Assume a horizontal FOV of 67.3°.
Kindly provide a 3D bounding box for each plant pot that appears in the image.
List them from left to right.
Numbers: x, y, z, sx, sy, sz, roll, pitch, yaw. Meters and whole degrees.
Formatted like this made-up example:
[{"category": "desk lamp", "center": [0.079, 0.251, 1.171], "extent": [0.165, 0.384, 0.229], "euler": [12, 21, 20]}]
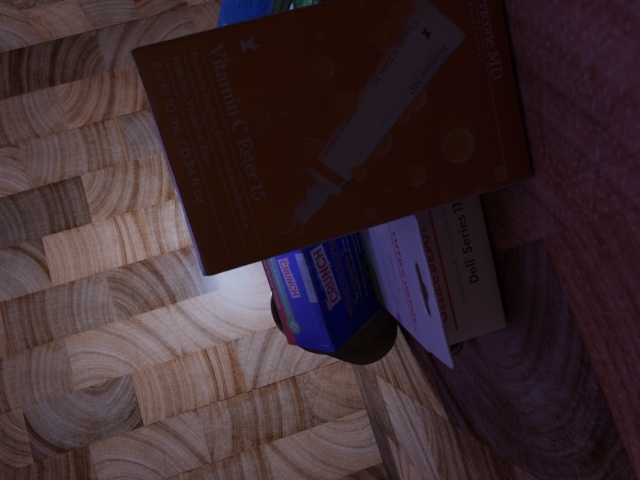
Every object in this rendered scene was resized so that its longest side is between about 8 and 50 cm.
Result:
[{"category": "plant pot", "center": [0.076, 0.186, 1.271], "extent": [0.280, 0.323, 0.323], "euler": [54, -171, -45]}]

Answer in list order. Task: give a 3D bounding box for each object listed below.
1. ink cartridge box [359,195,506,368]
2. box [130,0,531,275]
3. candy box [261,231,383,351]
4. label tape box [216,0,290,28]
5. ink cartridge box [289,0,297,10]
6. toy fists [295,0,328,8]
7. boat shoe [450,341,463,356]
[{"category": "ink cartridge box", "center": [0.157, 0.025, 0.718], "extent": [0.353, 0.119, 0.207], "euler": [-133, 28, -79]}, {"category": "box", "center": [0.013, -0.125, 0.525], "extent": [0.168, 0.345, 0.215], "euler": [-134, 28, -76]}, {"category": "candy box", "center": [0.036, 0.016, 0.929], "extent": [0.122, 0.317, 0.268], "euler": [-5, 107, 38]}, {"category": "label tape box", "center": [-0.111, -0.566, 1.067], "extent": [0.240, 0.105, 0.334], "euler": [-48, 18, 60]}, {"category": "ink cartridge box", "center": [-0.051, -0.581, 1.233], "extent": [0.135, 0.056, 0.099], "euler": [80, 170, -46]}, {"category": "toy fists", "center": [0.017, -0.428, 0.881], "extent": [0.142, 0.096, 0.279], "euler": [66, -177, -67]}, {"category": "boat shoe", "center": [0.216, 0.155, 0.871], "extent": [0.190, 0.068, 0.072], "euler": [-97, -19, -64]}]
